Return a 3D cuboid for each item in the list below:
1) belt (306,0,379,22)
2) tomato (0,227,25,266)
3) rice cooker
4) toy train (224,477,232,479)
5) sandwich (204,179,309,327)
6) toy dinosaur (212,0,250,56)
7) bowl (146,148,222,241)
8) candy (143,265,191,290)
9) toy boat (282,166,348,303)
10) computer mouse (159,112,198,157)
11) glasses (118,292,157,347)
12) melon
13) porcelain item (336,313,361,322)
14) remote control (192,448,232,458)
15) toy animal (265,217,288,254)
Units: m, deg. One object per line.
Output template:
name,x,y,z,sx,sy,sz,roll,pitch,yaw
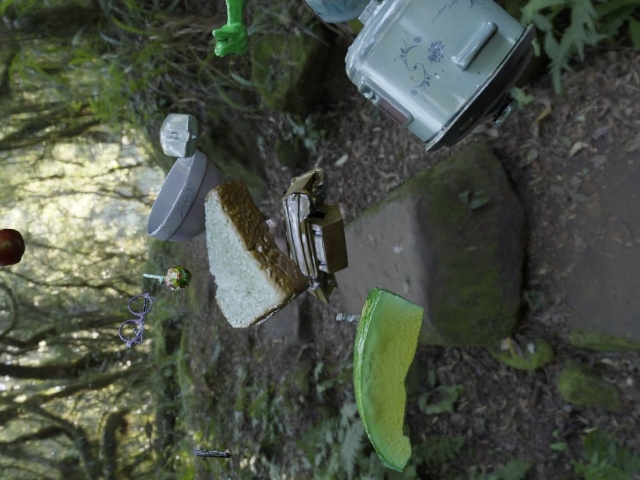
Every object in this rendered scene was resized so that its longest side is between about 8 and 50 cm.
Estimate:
belt,0.063,-0.607,1.264,0.257,0.150,0.207,-54,42,9
tomato,-0.636,0.017,1.159,0.087,0.087,0.075,-175,64,-77
rice cooker,0.207,-0.303,0.985,0.317,0.264,0.316,38,175,4
toy train,-0.235,0.799,1.498,0.330,0.139,0.178,64,-171,1
sandwich,-0.176,0.042,1.248,0.288,0.100,0.254,57,142,0
toy dinosaur,-0.131,-0.702,1.505,0.500,0.144,0.374,-42,-44,-51
bowl,-0.378,-0.114,1.689,0.287,0.144,0.286,-43,31,34
candy,-0.382,0.089,1.411,0.201,0.061,0.060,-1,101,46
toy boat,0.000,0.000,1.550,0.445,0.162,0.135,84,-152,-46
computer mouse,-0.278,-0.202,1.120,0.182,0.056,0.089,23,112,62
glasses,-0.422,0.206,1.351,0.103,0.063,0.139,100,178,-50
melon,0.119,0.253,1.068,0.196,0.124,0.323,30,-114,-75
porcelain item,0.116,0.209,1.521,0.075,0.136,0.021,29,-117,-49
remote control,-0.269,0.530,1.433,0.039,0.096,0.014,68,-155,-53
toy animal,-0.137,0.038,1.781,0.212,0.124,0.124,57,166,1
